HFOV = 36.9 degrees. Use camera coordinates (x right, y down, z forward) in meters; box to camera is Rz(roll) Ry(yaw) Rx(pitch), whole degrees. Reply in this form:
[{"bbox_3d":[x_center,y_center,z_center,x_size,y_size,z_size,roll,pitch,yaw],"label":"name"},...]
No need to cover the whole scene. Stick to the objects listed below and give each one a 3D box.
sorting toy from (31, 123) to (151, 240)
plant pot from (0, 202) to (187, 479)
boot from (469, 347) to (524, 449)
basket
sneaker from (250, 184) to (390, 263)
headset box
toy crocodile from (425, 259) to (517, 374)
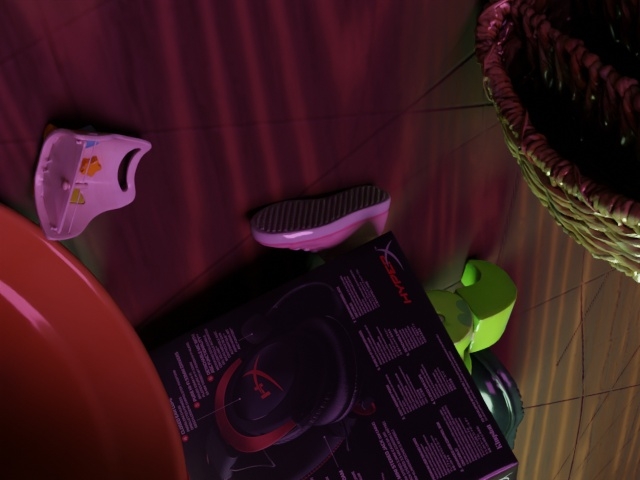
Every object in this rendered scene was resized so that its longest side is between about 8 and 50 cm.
[{"bbox_3d":[-0.156,-0.047,0.671,0.075,0.045,0.083,-5,129,-43],"label":"sorting toy"},{"bbox_3d":[-0.252,0.140,0.606,0.203,0.291,0.291,-31,142,15],"label":"plant pot"},{"bbox_3d":[0.124,0.237,1.098,0.207,0.094,0.246,-33,146,-14],"label":"boot"},{"bbox_3d":[0.246,-0.122,0.703,0.213,0.299,0.223,-34,142,-4],"label":"basket"},{"bbox_3d":[0.000,0.000,0.820,0.134,0.051,0.070,-15,129,-32],"label":"sneaker"},{"bbox_3d":[-0.019,0.160,0.789,0.293,0.218,0.110,-27,155,-2],"label":"headset box"},{"bbox_3d":[0.045,0.120,0.936,0.340,0.105,0.115,-25,145,-9],"label":"toy crocodile"}]
